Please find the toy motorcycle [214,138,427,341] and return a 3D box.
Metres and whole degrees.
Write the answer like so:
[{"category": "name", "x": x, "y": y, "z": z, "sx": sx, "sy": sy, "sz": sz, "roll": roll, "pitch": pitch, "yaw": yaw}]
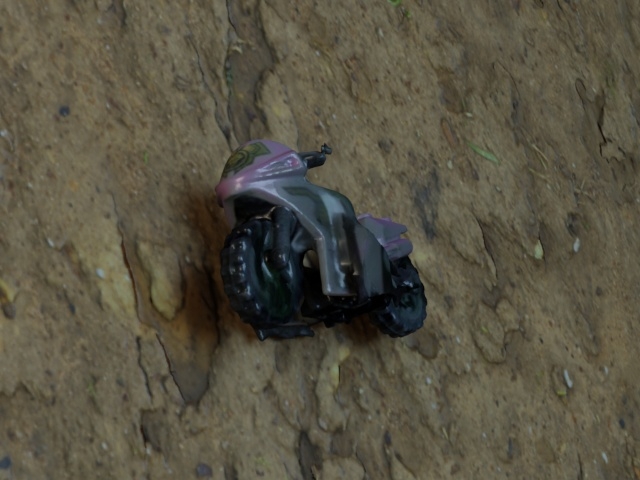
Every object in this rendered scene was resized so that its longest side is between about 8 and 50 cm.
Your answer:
[{"category": "toy motorcycle", "x": 0.000, "y": 0.000, "z": 1.862, "sx": 0.327, "sy": 0.143, "sz": 0.188, "roll": 8, "pitch": 64, "yaw": -55}]
